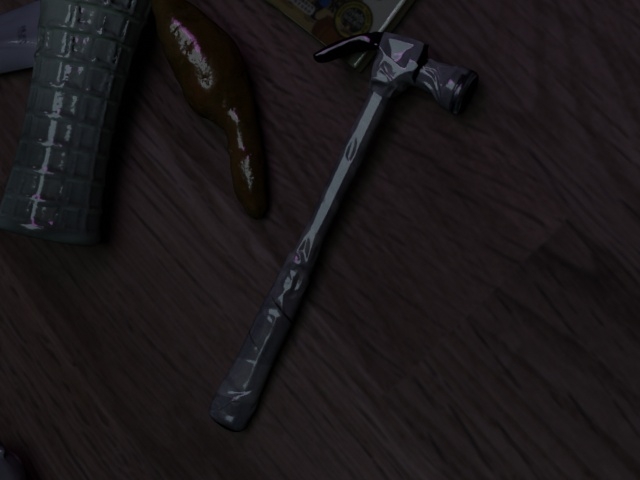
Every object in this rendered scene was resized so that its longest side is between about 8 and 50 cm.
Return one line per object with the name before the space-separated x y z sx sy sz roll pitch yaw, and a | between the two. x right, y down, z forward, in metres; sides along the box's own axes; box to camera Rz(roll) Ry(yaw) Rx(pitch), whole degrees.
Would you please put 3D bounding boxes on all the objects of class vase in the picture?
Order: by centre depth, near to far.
vase | -0.264 -0.148 1.123 0.143 0.143 0.299 11 91 26

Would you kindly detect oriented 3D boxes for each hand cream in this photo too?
hand cream | -0.426 -0.224 1.256 0.255 0.048 0.079 -9 84 21

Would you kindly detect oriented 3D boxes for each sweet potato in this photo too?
sweet potato | -0.103 -0.152 1.083 0.074 0.075 0.270 -26 88 20

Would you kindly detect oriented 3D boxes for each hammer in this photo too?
hammer | 0.000 0.000 1.022 0.152 0.044 0.427 25 97 14

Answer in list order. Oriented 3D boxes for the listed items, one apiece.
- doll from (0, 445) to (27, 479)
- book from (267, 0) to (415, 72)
doll | -0.373 0.259 1.149 0.227 0.075 0.102 32 111 35
book | 0.047 -0.332 1.060 0.202 0.027 0.264 42 101 24
